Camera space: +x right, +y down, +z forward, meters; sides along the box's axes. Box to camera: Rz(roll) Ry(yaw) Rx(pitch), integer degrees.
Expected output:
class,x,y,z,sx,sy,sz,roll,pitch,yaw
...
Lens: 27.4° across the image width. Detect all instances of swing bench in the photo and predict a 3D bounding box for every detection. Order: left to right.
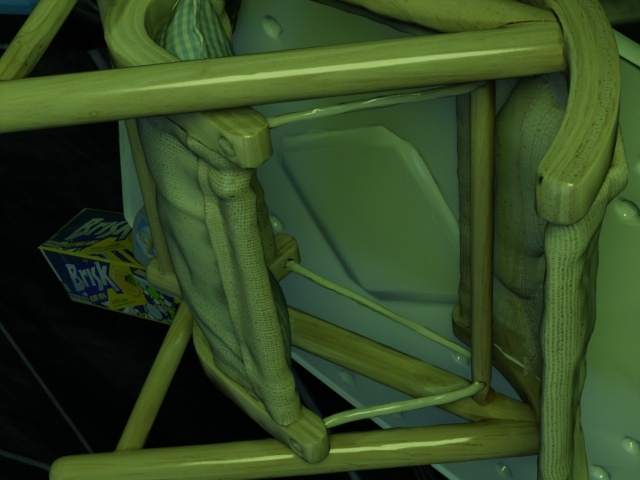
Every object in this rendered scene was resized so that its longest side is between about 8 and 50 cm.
class,x,y,z,sx,sy,sz,roll,pitch,yaw
swing bench,0.000,0.000,0.564,0.255,0.165,0.253,8,137,13

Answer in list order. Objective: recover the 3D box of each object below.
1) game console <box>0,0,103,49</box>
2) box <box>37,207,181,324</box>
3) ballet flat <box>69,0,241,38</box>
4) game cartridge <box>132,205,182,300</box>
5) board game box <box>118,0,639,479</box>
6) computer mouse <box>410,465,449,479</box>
class,x,y,z,sx,sy,sz,roll,pitch,yaw
game console,-0.318,-0.214,0.828,0.293,0.250,0.173,66,172,-30
box,-0.138,0.019,0.988,0.169,0.054,0.059,8,133,47
ballet flat,-0.095,-0.128,0.680,0.173,0.049,0.057,19,169,46
game cartridge,-0.099,0.004,0.861,0.056,0.017,0.083,44,151,12
board game box,0.046,-0.024,0.705,0.390,0.050,0.390,36,149,18
computer mouse,0.131,0.256,0.876,0.184,0.060,0.262,-113,1,-66
